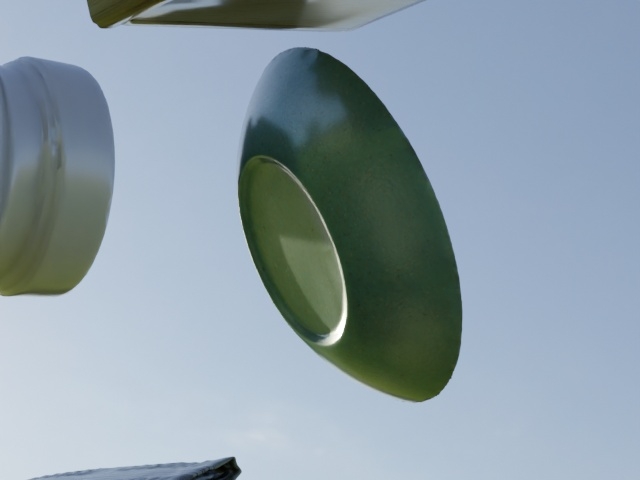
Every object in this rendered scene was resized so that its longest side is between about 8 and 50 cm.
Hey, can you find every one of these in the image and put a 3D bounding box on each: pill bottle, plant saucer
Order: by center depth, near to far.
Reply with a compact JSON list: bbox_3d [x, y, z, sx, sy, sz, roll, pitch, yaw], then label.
[{"bbox_3d":[0.000,0.000,0.679,0.037,0.195,0.195,-23,-11,-24],"label":"plant saucer"},{"bbox_3d":[-0.333,-0.056,0.864,0.363,0.210,0.210,6,-17,-35],"label":"pill bottle"}]

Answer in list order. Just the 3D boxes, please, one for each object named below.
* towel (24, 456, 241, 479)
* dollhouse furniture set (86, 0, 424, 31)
[{"bbox_3d":[-0.286,0.292,1.373,0.324,0.056,0.312,-11,-1,31],"label":"towel"},{"bbox_3d":[-0.027,-0.283,0.579,0.303,0.356,0.173,-15,-2,38],"label":"dollhouse furniture set"}]
